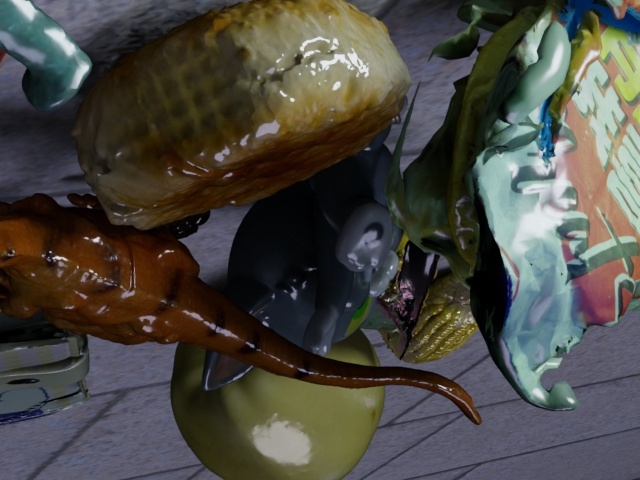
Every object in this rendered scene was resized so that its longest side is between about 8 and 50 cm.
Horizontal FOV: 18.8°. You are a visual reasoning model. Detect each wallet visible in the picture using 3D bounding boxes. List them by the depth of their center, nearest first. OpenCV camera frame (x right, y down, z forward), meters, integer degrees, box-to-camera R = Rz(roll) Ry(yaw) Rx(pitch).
[{"bbox_3d":[-0.292,0.100,1.506,0.223,0.077,0.309,-12,165,-9],"label":"wallet"}]

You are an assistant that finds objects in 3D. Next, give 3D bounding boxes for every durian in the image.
[{"bbox_3d":[0.035,0.009,1.574,0.108,0.119,0.186,17,165,13],"label":"durian"}]

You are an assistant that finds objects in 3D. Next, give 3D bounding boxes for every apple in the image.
[{"bbox_3d":[-0.039,0.127,1.682,0.200,0.200,0.200,-17,164,-5],"label":"apple"}]

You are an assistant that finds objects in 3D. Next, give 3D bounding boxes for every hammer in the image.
[{"bbox_3d":[-0.160,-0.010,1.385,0.178,0.021,0.065,-1,157,-45],"label":"hammer"}]

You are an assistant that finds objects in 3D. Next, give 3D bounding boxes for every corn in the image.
[{"bbox_3d":[0.120,0.078,1.906,0.085,0.063,0.165,-38,173,-21],"label":"corn"}]

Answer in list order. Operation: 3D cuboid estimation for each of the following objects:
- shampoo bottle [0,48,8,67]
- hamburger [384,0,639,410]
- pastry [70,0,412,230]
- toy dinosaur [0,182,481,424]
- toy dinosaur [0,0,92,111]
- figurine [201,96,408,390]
[{"bbox_3d":[-0.218,-0.086,0.994,0.102,0.064,0.260,-7,160,-29],"label":"shampoo bottle"},{"bbox_3d":[0.134,-0.050,1.182,0.150,0.260,0.276,6,-161,37],"label":"hamburger"},{"bbox_3d":[-0.047,-0.079,1.149,0.192,0.093,0.182,-26,168,19],"label":"pastry"},{"bbox_3d":[-0.111,0.025,1.236,0.432,0.097,0.208,13,-174,-32],"label":"toy dinosaur"},{"bbox_3d":[-0.236,-0.162,0.728,0.383,0.129,0.331,-41,128,-12],"label":"toy dinosaur"},{"bbox_3d":[-0.004,-0.003,1.369,0.140,0.193,0.265,15,145,15],"label":"figurine"}]
